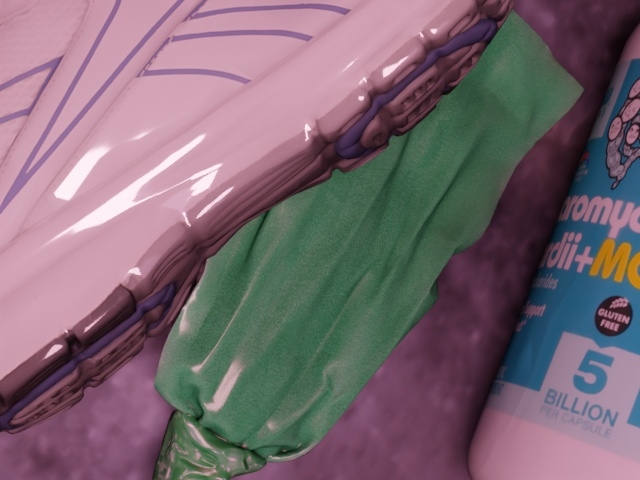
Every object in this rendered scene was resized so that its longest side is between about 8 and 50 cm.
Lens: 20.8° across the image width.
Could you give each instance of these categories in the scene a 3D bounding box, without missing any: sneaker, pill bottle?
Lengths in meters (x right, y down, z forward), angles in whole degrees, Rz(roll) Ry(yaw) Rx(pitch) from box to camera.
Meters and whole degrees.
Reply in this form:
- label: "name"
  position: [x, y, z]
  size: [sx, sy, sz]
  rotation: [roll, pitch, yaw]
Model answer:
- label: "sneaker"
  position: [-0.043, -0.062, 0.578]
  size: [0.297, 0.111, 0.129]
  rotation: [-38, 81, -7]
- label: "pill bottle"
  position: [0.169, 0.002, 0.705]
  size: [0.146, 0.146, 0.264]
  rotation: [25, 84, -28]

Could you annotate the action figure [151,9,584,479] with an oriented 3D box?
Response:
- label: "action figure"
  position: [0.000, 0.000, 0.662]
  size: [0.137, 0.063, 0.232]
  rotation: [36, 75, -28]
